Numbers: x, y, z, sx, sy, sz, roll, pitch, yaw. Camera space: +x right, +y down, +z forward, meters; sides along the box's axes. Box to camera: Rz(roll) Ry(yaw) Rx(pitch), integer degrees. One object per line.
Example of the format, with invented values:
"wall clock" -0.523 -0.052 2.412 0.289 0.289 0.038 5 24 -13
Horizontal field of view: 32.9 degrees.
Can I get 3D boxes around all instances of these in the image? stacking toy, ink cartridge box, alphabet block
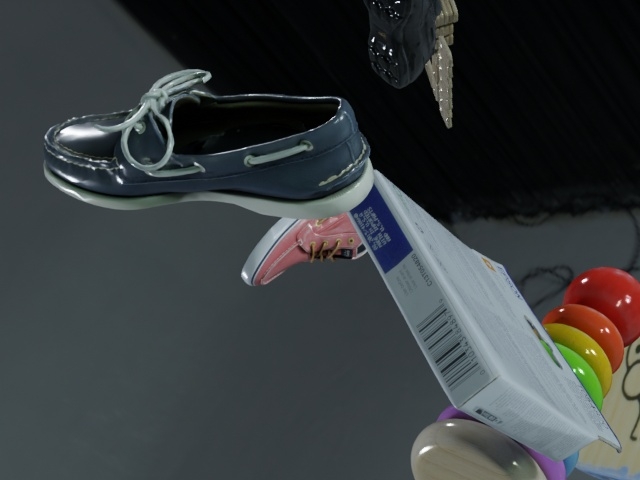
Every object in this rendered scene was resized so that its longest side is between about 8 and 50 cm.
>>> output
"stacking toy" 0.226 0.138 1.073 0.141 0.141 0.330 -9 27 46
"ink cartridge box" 0.130 0.070 0.875 0.045 0.224 0.223 -41 48 16
"alphabet block" 0.464 0.231 1.338 0.197 0.193 0.192 -68 18 -11

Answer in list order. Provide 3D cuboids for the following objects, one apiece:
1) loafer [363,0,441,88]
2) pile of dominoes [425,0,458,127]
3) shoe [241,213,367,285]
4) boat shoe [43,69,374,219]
"loafer" 0.093 -0.259 1.191 0.078 0.223 0.076 -41 65 -17
"pile of dominoes" 0.208 -0.319 1.832 0.040 0.251 0.196 -14 64 0
"shoe" 0.000 0.000 1.182 0.178 0.081 0.063 -45 -15 -14
"boat shoe" -0.089 -0.068 0.749 0.254 0.079 0.095 9 48 26
